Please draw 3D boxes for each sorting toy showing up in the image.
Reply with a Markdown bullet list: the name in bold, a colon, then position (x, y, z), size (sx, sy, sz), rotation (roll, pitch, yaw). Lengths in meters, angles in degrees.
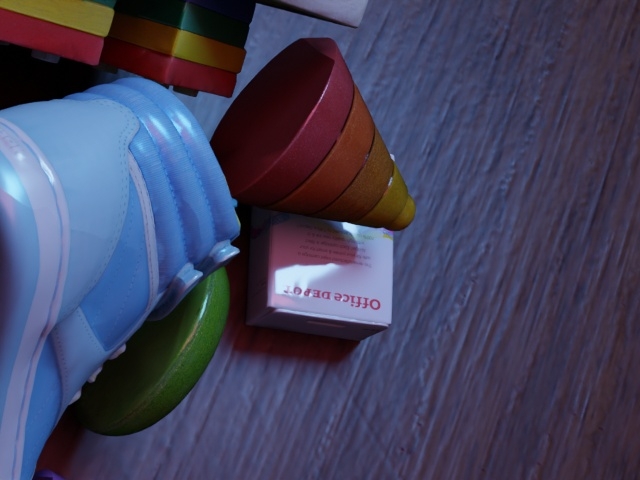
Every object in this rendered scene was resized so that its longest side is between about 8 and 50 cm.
- **sorting toy**: position (-0.050, 0.061, 0.859), size (0.126, 0.127, 0.366), rotation (34, 79, -26)
- **sorting toy**: position (-0.153, -0.151, 0.811), size (0.255, 0.257, 0.089), rotation (11, 99, -45)

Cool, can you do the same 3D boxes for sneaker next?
- **sneaker**: position (-0.140, 0.053, 0.761), size (0.127, 0.319, 0.208), rotation (39, 39, 18)

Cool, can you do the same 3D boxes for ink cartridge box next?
- **ink cartridge box**: position (0.000, 0.000, 0.954), size (0.088, 0.052, 0.122), rotation (10, 69, -21)
